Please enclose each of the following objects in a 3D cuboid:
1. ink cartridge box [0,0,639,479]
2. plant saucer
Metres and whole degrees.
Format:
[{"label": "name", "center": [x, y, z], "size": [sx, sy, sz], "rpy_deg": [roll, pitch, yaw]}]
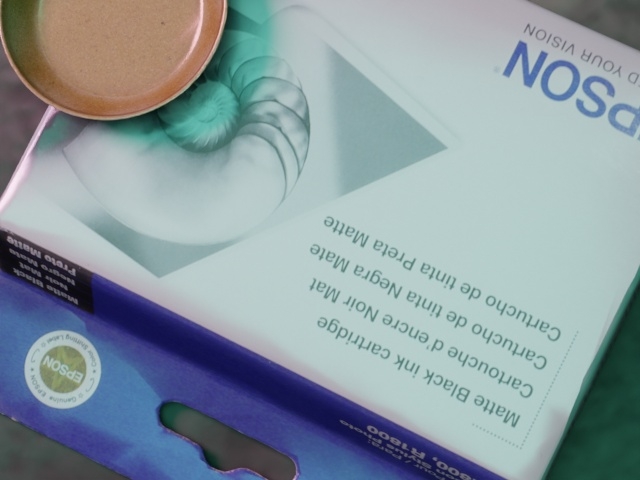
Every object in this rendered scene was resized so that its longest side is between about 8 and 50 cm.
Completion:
[{"label": "ink cartridge box", "center": [0.000, 0.000, 0.666], "size": [0.223, 0.045, 0.224], "rpy_deg": [25, 87, 7]}, {"label": "plant saucer", "center": [-0.073, -0.082, 0.651], "size": [0.083, 0.015, 0.083], "rpy_deg": [-1, 81, 8]}]
